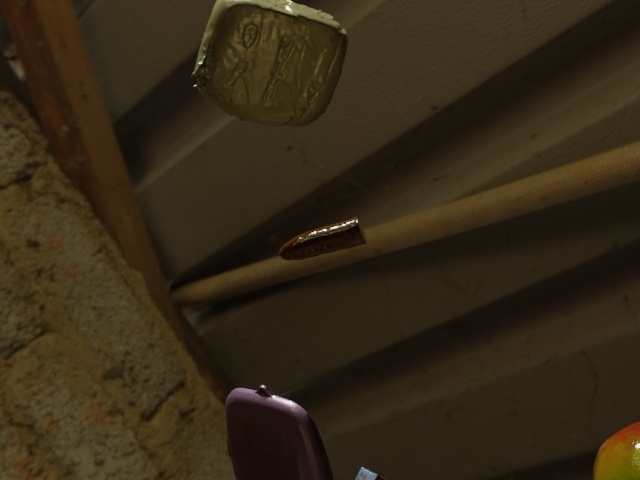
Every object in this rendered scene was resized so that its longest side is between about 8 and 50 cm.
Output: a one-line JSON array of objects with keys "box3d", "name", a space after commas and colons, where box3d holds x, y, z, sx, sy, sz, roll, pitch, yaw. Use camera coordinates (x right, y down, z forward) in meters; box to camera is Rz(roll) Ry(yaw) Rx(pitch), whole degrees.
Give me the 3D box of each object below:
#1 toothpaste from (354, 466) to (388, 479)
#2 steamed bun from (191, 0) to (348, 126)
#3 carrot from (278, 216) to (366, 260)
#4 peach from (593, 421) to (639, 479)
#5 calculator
[{"box3d": [0.155, 0.543, 1.660, 0.070, 0.044, 0.193, 10, -22, 46], "name": "toothpaste"}, {"box3d": [-0.101, -0.339, 1.450, 0.273, 0.166, 0.231, 9, -67, -17], "name": "steamed bun"}, {"box3d": [0.000, 0.000, 1.213, 0.139, 0.048, 0.048, -15, -72, 10], "name": "carrot"}, {"box3d": [0.571, 0.418, 1.301, 0.231, 0.231, 0.230, 15, -58, 25], "name": "peach"}, {"box3d": [-0.063, 0.351, 1.175, 0.194, 0.043, 0.294, 5, -66, 39], "name": "calculator"}]
